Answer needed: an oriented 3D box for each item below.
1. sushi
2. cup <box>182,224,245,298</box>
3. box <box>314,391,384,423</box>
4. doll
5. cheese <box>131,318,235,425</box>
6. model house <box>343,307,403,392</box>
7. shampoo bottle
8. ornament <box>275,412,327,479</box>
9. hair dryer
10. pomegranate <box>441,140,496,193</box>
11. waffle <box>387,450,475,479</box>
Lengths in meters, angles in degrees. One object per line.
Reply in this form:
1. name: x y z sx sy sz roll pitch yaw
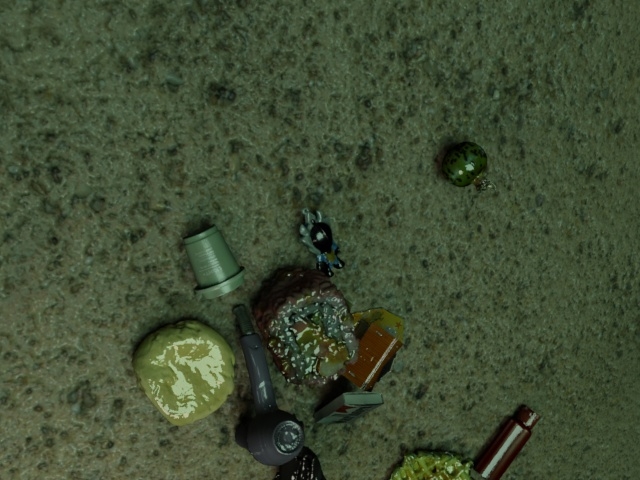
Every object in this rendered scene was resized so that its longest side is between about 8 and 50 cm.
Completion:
1. sushi: -0.028 0.201 1.367 0.236 0.171 0.270 -31 117 -14
2. cup: -0.239 0.044 1.263 0.120 0.120 0.141 -28 104 -15
3. box: 0.071 0.431 1.484 0.115 0.177 0.036 7 57 -24
4. doll: 0.000 0.000 1.382 0.096 0.070 0.195 -43 125 -26
5. cheese: -0.298 0.289 1.299 0.214 0.117 0.226 -31 110 -21
6. model house: 0.151 0.287 1.488 0.207 0.136 0.219 39 86 -26
7. shampoo bottle: 0.591 0.640 1.824 0.102 0.064 0.260 41 85 -27
8. ornament: -0.040 0.581 1.426 0.106 0.251 0.260 5 109 -25
9. hair dryer: -0.150 0.329 1.342 0.121 0.301 0.361 -7 78 -26
10. pomegranate: 0.378 -0.178 1.467 0.122 0.122 0.161 -38 76 -11
11. waffle: 0.316 0.762 1.730 0.317 0.073 0.297 16 91 -20
